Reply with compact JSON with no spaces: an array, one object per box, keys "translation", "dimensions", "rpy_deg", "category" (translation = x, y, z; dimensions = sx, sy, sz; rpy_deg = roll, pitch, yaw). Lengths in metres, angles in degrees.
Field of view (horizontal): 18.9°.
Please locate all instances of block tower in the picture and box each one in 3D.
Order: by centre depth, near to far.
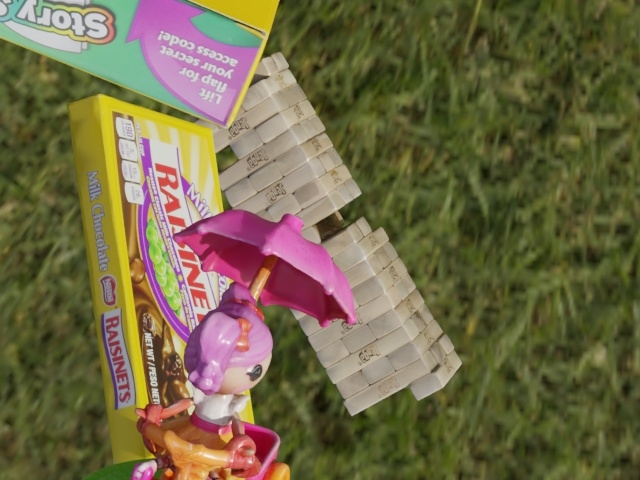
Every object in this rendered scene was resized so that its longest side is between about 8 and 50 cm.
[{"translation":[0.000,0.000,1.757],"dimensions":[0.097,0.091,0.335],"rpy_deg":[-31,92,20],"category":"block tower"}]

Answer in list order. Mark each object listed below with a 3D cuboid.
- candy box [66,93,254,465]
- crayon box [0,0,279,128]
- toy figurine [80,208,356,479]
[{"translation":[-0.080,0.031,1.008],"dimensions":[0.027,0.105,0.206],"rpy_deg":[-16,75,27],"category":"candy box"},{"translation":[-0.192,-0.271,1.437],"dimensions":[0.363,0.313,0.106],"rpy_deg":[21,128,-6],"category":"crayon box"},{"translation":[-0.044,0.067,0.805],"dimensions":[0.130,0.173,0.159],"rpy_deg":[16,112,12],"category":"toy figurine"}]
